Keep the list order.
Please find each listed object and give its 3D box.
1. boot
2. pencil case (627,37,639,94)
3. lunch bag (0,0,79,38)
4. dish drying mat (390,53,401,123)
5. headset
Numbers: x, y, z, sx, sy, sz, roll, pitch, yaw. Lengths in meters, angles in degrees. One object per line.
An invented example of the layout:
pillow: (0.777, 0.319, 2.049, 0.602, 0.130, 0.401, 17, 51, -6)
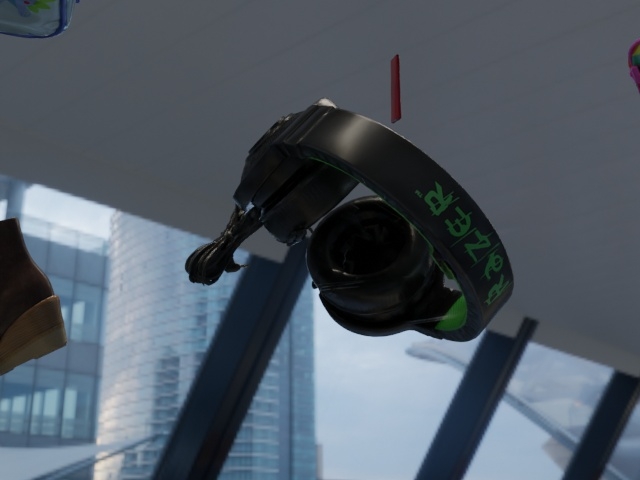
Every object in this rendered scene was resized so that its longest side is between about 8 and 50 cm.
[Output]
boot: (-0.504, 0.101, 1.200, 0.248, 0.207, 0.090, -25, 1, 4)
pencil case: (0.518, -0.264, 1.133, 0.236, 0.104, 0.104, -26, -5, -33)
lunch bag: (-0.220, -0.211, 0.490, 0.176, 0.090, 0.219, 11, -18, -14)
dish drying mat: (0.098, -0.196, 1.073, 0.008, 0.083, 0.032, 1, -5, -10)
headset: (0.000, 0.000, 0.788, 0.243, 0.185, 0.394, 52, -18, -25)
